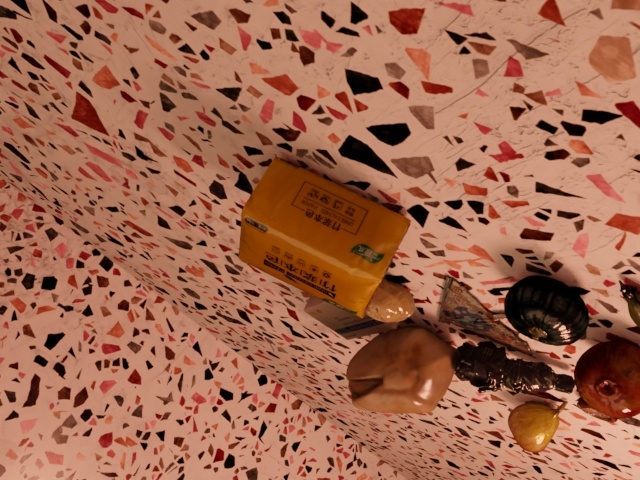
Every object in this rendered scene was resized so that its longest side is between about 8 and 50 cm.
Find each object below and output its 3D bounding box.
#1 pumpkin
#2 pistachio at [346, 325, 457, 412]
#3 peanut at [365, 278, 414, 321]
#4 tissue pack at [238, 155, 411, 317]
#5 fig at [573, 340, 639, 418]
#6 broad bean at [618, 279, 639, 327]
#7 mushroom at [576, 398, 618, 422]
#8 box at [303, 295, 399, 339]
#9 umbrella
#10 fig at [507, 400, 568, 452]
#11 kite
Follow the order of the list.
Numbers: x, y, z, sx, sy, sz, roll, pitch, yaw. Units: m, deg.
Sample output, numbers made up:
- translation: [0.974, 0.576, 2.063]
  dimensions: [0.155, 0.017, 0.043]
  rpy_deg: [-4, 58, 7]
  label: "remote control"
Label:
- translation: [0.535, 0.172, 1.682]
  dimensions: [0.202, 0.140, 0.202]
  rpy_deg: [26, 155, 13]
  label: "pumpkin"
- translation: [0.252, 0.426, 2.253]
  dimensions: [0.445, 0.365, 0.281]
  rpy_deg: [-42, 64, 57]
  label: "pistachio"
- translation: [0.142, 0.146, 2.053]
  dimensions: [0.290, 0.130, 0.130]
  rpy_deg: [33, 155, -5]
  label: "peanut"
- translation: [0.000, 0.000, 1.800]
  dimensions: [0.382, 0.228, 0.293]
  rpy_deg: [25, 153, 5]
  label: "tissue pack"
- translation: [0.743, 0.339, 1.759]
  dimensions: [0.205, 0.205, 0.205]
  rpy_deg: [23, 155, 12]
  label: "fig"
- translation: [0.775, 0.198, 1.575]
  dimensions: [0.339, 0.061, 0.077]
  rpy_deg: [34, 143, -13]
  label: "broad bean"
- translation: [0.828, 0.499, 2.103]
  dimensions: [0.123, 0.052, 0.123]
  rpy_deg: [27, 162, 10]
  label: "mushroom"
- translation: [0.100, 0.235, 2.331]
  dimensions: [0.200, 0.065, 0.343]
  rpy_deg: [35, 154, -13]
  label: "box"
- translation: [0.565, 0.376, 2.074]
  dimensions: [0.336, 0.154, 0.128]
  rpy_deg: [1, 147, 11]
  label: "umbrella"
- translation: [0.722, 0.580, 2.296]
  dimensions: [0.159, 0.159, 0.257]
  rpy_deg: [29, 136, -2]
  label: "fig"
- translation: [0.464, 0.218, 1.989]
  dimensions: [0.406, 0.014, 0.368]
  rpy_deg: [41, 152, -23]
  label: "kite"
